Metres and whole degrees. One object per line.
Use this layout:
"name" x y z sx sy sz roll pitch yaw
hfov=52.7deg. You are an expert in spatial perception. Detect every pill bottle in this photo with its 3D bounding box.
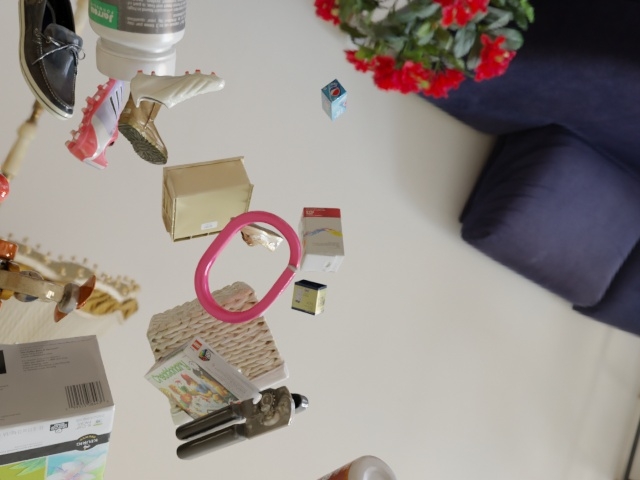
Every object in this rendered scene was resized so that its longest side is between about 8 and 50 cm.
"pill bottle" -0.384 -0.533 1.365 0.204 0.361 0.204 8 -149 -5
"pill bottle" 0.036 0.490 1.196 0.121 0.121 0.216 25 131 -31

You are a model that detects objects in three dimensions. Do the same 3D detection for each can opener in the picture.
"can opener" -0.150 0.355 1.237 0.283 0.076 0.095 -27 147 26

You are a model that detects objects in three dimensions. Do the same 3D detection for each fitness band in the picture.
"fitness band" -0.177 0.065 1.558 0.209 0.291 0.054 40 -173 4

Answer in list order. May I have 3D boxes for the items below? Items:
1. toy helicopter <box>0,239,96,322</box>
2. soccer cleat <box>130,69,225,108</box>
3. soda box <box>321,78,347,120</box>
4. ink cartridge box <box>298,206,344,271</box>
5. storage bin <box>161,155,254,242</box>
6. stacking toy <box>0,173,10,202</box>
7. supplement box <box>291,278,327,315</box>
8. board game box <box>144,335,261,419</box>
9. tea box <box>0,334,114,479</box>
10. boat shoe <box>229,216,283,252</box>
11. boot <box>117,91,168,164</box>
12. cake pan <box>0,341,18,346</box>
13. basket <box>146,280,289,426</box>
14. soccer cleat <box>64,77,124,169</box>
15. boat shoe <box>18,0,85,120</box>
"toy helicopter" -0.585 0.098 1.328 0.234 0.140 0.355 13 169 -15
"soccer cleat" -0.299 -0.316 1.363 0.196 0.076 0.068 -3 177 -11
"soda box" 0.050 -0.517 2.389 0.067 0.071 0.210 52 176 6
"ink cartridge box" 0.000 0.000 2.100 0.127 0.176 0.128 2 151 -12
"storage bin" -0.371 -0.127 2.105 0.262 0.123 0.260 -12 149 -23
"stacking toy" -0.922 -0.245 1.719 0.330 0.141 0.141 60 178 12
"supplement box" -0.033 0.165 1.888 0.083 0.083 0.056 13 -168 26
"board game box" -0.278 0.330 1.487 0.193 0.053 0.305 43 144 -9
"tea box" -0.639 0.404 1.377 0.328 0.324 0.220 -4 -140 -30
"boat shoe" -0.172 -0.010 1.676 0.170 0.059 0.063 24 -172 -39
"boot" -0.481 -0.390 1.893 0.089 0.270 0.236 5 154 17
"cake pan" -0.879 0.394 1.684 0.054 0.293 0.293 24 170 -14
"basket" -0.295 0.297 1.797 0.328 0.267 0.331 -22 -174 -10
"soccer cleat" -0.479 -0.264 1.430 0.083 0.248 0.095 -21 132 33
"boat shoe" -0.874 -0.631 2.122 0.155 0.501 0.186 -21 160 18
